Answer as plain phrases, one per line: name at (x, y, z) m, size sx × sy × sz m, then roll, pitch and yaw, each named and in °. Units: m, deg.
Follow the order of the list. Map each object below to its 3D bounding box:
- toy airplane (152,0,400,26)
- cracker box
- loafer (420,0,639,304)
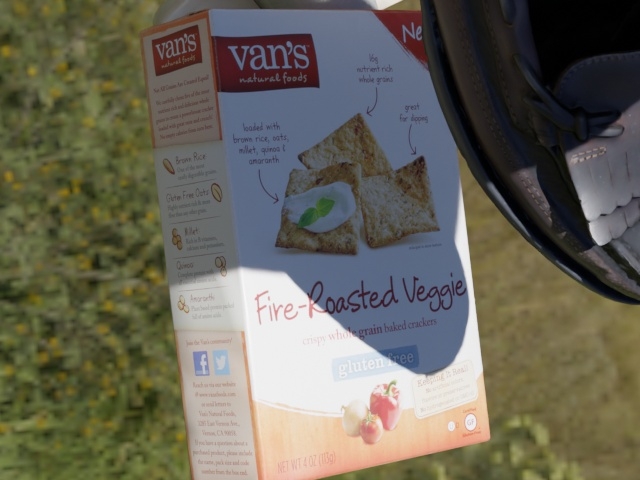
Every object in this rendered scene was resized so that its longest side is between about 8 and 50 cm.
toy airplane at (0.120, -0.242, 0.961) m, size 0.272 × 0.385 × 0.386 m, roll -104°, pitch -153°, yaw -75°
cracker box at (0.000, 0.000, 0.866) m, size 0.156 × 0.067 × 0.232 m, roll -7°, pitch 89°, yaw -40°
loafer at (0.095, -0.090, 0.610) m, size 0.109 × 0.095 × 0.302 m, roll -38°, pitch 117°, yaw -17°
